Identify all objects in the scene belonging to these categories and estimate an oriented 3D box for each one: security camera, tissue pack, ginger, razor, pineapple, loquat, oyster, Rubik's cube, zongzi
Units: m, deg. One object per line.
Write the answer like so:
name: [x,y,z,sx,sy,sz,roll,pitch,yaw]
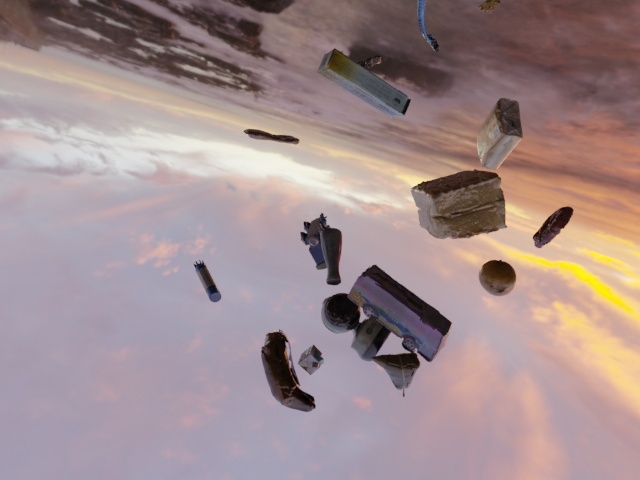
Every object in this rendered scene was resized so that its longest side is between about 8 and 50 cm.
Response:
security camera: [0.128,0.313,1.620,0.277,0.197,0.191,33,162,14]
tissue pack: [0.684,-0.404,1.617,0.090,0.186,0.222,4,155,-1]
ginger: [-0.129,0.442,1.432,0.133,0.107,0.309,19,-140,-47]
razor: [0.288,-0.644,1.165,0.253,0.042,0.081,58,-167,-54]
pineapple: [0.561,-0.776,1.379,0.019,0.045,0.083,14,155,-37]
loquat: [0.679,0.143,1.615,0.141,0.141,0.141,17,-167,-4]
oyster: [0.165,-0.604,1.425,0.132,0.029,0.086,-2,-152,41]
Rubik's cube: [-0.029,0.406,1.412,0.073,0.084,0.075,44,-143,-6]
zongzi: [0.242,0.468,1.478,0.178,0.188,0.081,4,-144,-10]

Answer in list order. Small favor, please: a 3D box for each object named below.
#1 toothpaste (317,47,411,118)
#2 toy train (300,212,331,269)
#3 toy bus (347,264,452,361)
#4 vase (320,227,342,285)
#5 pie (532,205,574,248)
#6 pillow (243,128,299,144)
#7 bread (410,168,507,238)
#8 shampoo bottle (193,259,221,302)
toothpaste: [0.146,-0.500,1.355,0.313,0.071,0.089,23,179,-24]
toy train: [0.000,0.000,1.996,0.131,0.201,0.299,-24,-164,14]
toy bus: [0.240,0.210,1.255,0.317,0.137,0.112,36,-137,18]
vase: [0.045,0.062,1.594,0.086,0.086,0.214,12,-124,-24]
pie: [0.675,-0.040,1.224,0.036,0.154,0.154,39,-163,12]
pillow: [-0.187,-0.398,1.610,0.211,0.034,0.135,5,-163,-19]
bread: [0.702,-0.192,2.151,0.372,0.279,0.390,-14,-163,-2]
shampoo bottle: [-0.455,0.157,1.683,0.050,0.087,0.183,-27,-116,-14]
